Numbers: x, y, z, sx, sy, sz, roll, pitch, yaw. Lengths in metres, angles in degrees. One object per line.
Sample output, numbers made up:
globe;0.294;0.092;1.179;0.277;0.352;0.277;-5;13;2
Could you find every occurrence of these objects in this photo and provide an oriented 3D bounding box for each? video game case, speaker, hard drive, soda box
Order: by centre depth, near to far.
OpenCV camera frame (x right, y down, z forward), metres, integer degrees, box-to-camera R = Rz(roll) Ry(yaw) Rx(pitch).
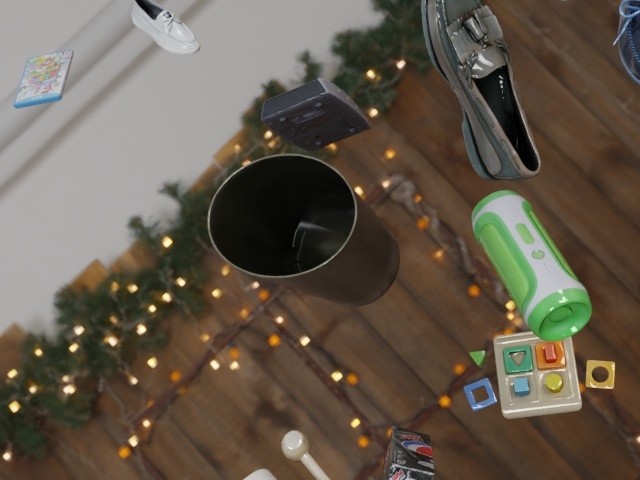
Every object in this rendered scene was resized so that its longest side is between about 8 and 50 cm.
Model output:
soda box;0.107;0.282;1.201;0.169;0.053;0.060;-44;-32;-84
speaker;0.385;0.042;1.796;0.131;0.296;0.131;-12;-44;-11
hard drive;-0.008;-0.264;2.052;0.172;0.054;0.254;-20;-17;19
video game case;-0.652;-0.382;2.293;0.119;0.166;0.015;-8;-40;12

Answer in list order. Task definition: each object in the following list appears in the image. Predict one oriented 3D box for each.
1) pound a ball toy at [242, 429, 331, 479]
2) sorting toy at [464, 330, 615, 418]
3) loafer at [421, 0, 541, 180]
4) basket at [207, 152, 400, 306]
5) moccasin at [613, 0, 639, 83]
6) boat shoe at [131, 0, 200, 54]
pound a ball toy;-0.026;0.437;1.446;0.208;0.319;0.136;-37;-37;-14
sorting toy;0.497;0.300;2.233;0.347;0.196;0.047;-10;-23;15
loafer;0.205;-0.194;1.171;0.096;0.267;0.084;-33;24;-23
basket;0.000;0.000;1.244;0.227;0.204;0.154;32;-114;-59
moccasin;0.583;-0.417;1.728;0.117;0.137;0.342;73;-164;-51
boat shoe;-0.321;-0.450;2.015;0.066;0.184;0.063;-35;-28;-27
